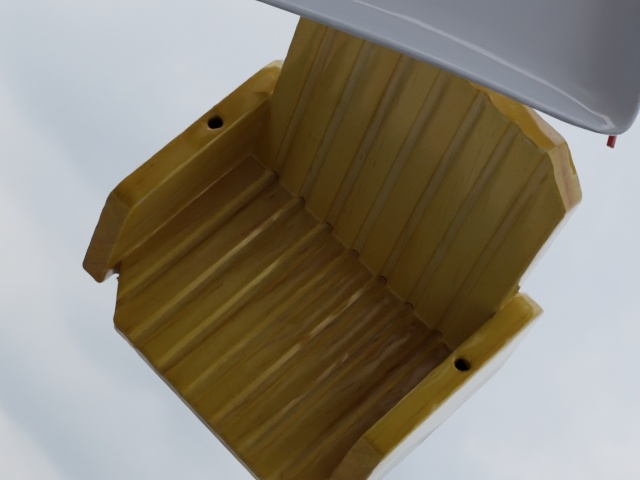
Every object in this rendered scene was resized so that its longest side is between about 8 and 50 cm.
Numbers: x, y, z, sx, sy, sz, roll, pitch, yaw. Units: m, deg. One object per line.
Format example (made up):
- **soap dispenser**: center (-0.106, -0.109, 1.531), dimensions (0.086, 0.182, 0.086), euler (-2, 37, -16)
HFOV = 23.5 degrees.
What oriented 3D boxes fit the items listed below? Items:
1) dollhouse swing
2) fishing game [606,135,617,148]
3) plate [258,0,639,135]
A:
- **dollhouse swing**: center (0.000, 0.000, 1.329), dimensions (0.347, 0.315, 0.305), euler (45, -18, 13)
- **fishing game**: center (0.372, -0.152, 1.370), dimensions (0.041, 0.189, 0.264), euler (23, -14, -33)
- **plate**: center (0.085, -0.228, 0.865), dimensions (0.277, 0.278, 0.045), euler (20, -8, -8)
